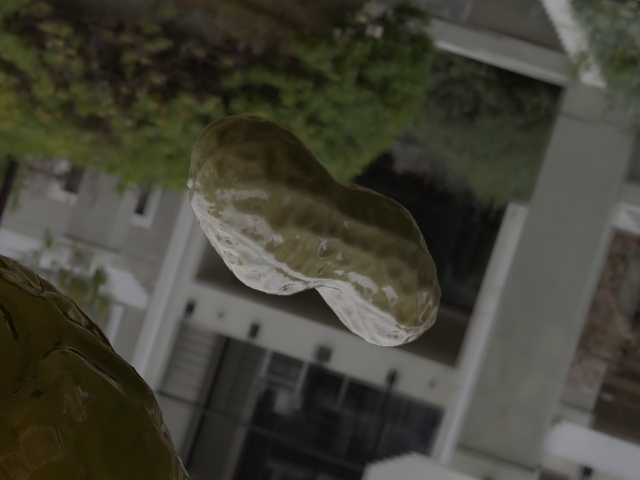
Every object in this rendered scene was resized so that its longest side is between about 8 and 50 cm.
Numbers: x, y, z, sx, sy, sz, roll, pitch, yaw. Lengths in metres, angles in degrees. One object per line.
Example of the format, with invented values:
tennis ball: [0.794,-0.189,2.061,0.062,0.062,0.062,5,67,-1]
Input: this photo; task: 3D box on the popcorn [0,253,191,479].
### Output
popcorn: [-0.248,0.149,0.786,0.354,0.344,0.390,-21,-163,7]

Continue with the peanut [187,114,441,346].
peanut: [0.000,0.000,1.400,0.298,0.136,0.120,32,173,-32]
